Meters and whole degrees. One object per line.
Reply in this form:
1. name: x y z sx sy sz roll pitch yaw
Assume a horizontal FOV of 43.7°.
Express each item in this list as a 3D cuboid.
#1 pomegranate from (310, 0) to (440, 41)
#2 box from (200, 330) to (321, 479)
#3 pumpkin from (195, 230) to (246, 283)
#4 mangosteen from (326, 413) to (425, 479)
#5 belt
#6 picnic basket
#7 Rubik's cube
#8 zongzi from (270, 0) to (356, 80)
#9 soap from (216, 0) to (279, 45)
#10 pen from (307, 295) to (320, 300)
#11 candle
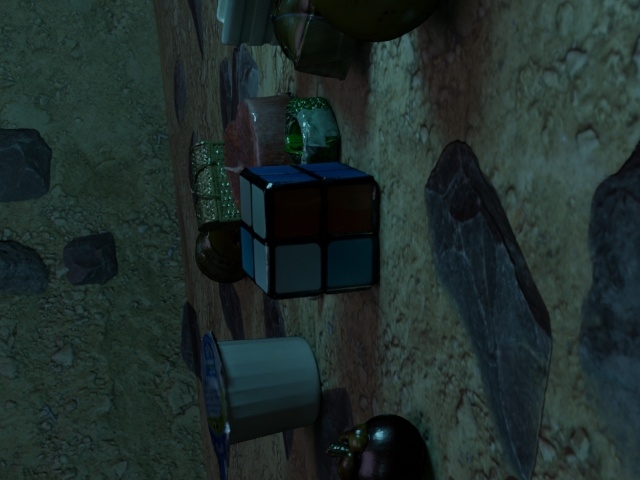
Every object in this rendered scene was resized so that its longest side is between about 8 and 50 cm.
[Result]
1. pomegranate: 0.063 -0.329 0.894 0.211 0.179 0.179 111 148 -53
2. box: -0.114 0.313 1.583 0.262 0.206 0.292 136 125 -69
3. pumpkin: -0.266 -0.018 2.074 0.131 0.125 0.248 123 139 -59
4. mangosteen: 0.076 0.303 1.108 0.140 0.140 0.140 174 90 -72
5. belt: -0.026 -0.179 1.365 0.151 0.079 0.121 -119 29 -49
6. picnic basket: -0.229 -0.128 1.883 0.134 0.154 0.197 152 111 -71
7. Rubik's cube: -0.021 -0.020 1.238 0.167 0.183 0.180 -143 48 -68
8. zongzi: -0.004 -0.384 1.205 0.221 0.112 0.242 -125 42 -58
9. soap: -0.075 -0.445 1.305 0.265 0.159 0.088 110 149 -55
10. pen: 0.001 0.000 1.416 0.033 0.033 0.269 -117 27 -48
11. candle: -0.121 -0.132 1.602 0.317 0.131 0.288 158 102 -72
